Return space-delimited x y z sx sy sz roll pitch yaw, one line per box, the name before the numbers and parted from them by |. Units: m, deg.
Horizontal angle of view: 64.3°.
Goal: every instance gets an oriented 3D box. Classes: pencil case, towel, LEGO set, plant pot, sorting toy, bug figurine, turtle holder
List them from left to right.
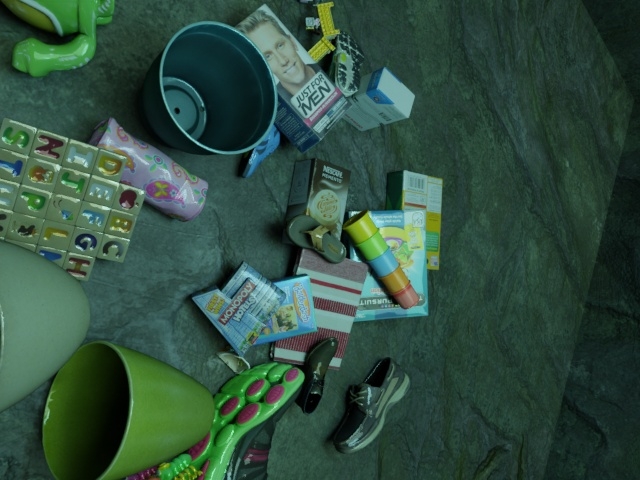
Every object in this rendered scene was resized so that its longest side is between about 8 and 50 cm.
turtle holder | -0.527 -0.507 0.997 0.227 0.243 0.320 1 130 -24
bug figurine | -0.394 0.527 1.087 0.216 0.279 0.072 -12 78 -57
plant pot | -0.376 0.370 1.095 0.293 0.275 0.275 27 73 -52
pencil case | -0.389 -0.153 1.157 0.284 0.124 0.124 34 69 -34
plant pot | -0.279 -0.314 1.154 0.271 0.255 0.272 0 89 -38
sorting toy | -0.216 0.309 1.320 0.045 0.075 0.083 -51 120 -27
LEGO set | -0.018 -0.575 1.490 0.132 0.107 0.287 10 88 -4
towel | 0.000 0.200 1.473 0.237 0.037 0.329 17 89 -28

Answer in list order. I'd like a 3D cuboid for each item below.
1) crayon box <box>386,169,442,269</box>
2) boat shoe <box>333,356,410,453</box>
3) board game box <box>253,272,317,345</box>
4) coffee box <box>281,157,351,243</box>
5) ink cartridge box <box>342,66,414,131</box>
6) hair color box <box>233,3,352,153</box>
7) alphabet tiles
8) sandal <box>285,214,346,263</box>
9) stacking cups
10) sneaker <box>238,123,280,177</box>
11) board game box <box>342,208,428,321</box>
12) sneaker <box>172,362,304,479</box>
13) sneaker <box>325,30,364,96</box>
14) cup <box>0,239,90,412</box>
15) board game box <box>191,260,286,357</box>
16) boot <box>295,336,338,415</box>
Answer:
crayon box | 0.320 -0.064 1.750 0.203 0.083 0.323 5 86 -39
boat shoe | 0.142 0.503 1.594 0.355 0.132 0.130 -41 105 -41
board game box | -0.123 0.186 1.368 0.210 0.047 0.160 -10 97 -15
coffee box | -0.011 -0.098 1.470 0.141 0.098 0.246 14 82 -38
ink cartridge box | 0.155 -0.421 1.541 0.148 0.203 0.086 30 69 -35
hair color box | -0.096 -0.421 1.343 0.347 0.105 0.174 45 59 -13
alphabet tiles | -0.544 -0.070 1.022 0.342 0.011 0.285 17 99 -32
sandal | 0.000 0.000 1.380 0.219 0.060 0.090 37 71 -33
stacking cups | 0.192 0.060 1.506 0.096 0.096 0.316 -43 102 -30
sneaker | -0.151 -0.251 1.374 0.082 0.069 0.209 31 70 -30
board game box | 0.203 0.073 1.596 0.254 0.079 0.336 -3 91 -14
sneaker | -0.208 0.520 1.293 0.483 0.185 0.202 -51 137 -23
sneaker | 0.056 -0.522 1.524 0.107 0.110 0.275 31 52 -28
cup | -0.567 0.145 0.915 0.237 0.331 0.331 1 89 -66
board game box | -0.215 0.157 1.282 0.194 0.060 0.194 39 84 -15
boot | -0.002 0.379 1.417 0.082 0.106 0.219 25 104 -30
